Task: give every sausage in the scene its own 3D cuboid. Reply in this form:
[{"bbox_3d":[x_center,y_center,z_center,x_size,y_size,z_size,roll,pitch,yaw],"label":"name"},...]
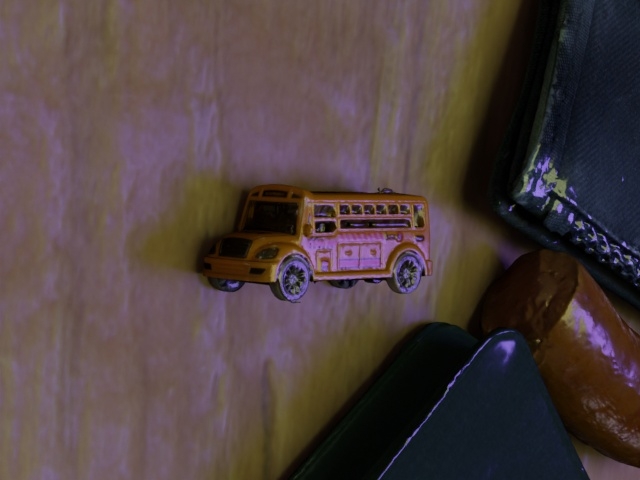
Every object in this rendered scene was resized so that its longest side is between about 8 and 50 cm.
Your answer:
[{"bbox_3d":[0.232,0.111,1.313,0.270,0.109,0.109,37,70,-39],"label":"sausage"}]

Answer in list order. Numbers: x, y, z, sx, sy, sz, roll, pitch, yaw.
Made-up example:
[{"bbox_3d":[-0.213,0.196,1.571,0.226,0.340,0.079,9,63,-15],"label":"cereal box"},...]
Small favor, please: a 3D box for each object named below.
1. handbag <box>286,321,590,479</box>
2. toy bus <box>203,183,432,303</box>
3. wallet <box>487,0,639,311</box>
[{"bbox_3d":[0.066,0.232,1.178,0.326,0.089,0.238,-47,124,-31],"label":"handbag"},{"bbox_3d":[0.000,0.000,1.101,0.162,0.070,0.074,-1,94,-45],"label":"toy bus"},{"bbox_3d":[0.266,-0.067,1.348,0.342,0.075,0.237,30,68,-39],"label":"wallet"}]
